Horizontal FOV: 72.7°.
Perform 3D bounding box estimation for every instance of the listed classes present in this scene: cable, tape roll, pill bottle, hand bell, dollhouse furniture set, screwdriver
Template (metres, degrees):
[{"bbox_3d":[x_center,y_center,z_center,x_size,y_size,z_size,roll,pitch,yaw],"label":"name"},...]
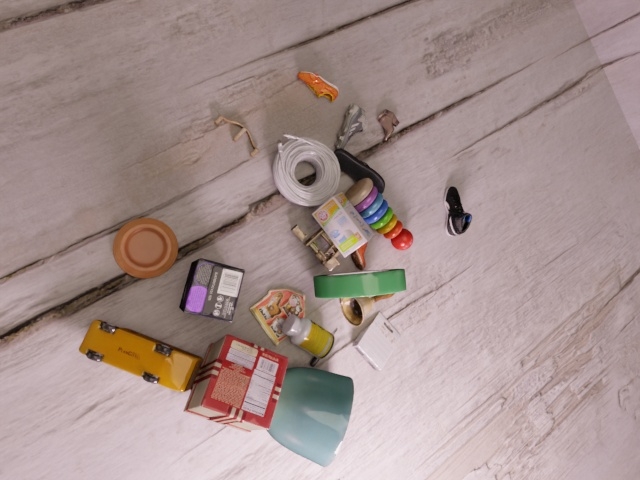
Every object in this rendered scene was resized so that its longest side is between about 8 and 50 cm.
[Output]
[{"bbox_3d":[-0.054,-0.252,1.612,0.256,0.089,0.257,7,84,-21],"label":"cable"},{"bbox_3d":[0.136,0.148,1.523,0.321,0.321,0.077,-3,87,-21],"label":"tape roll"},{"bbox_3d":[-0.043,0.337,1.540,0.184,0.103,0.103,37,73,-24],"label":"pill bottle"},{"bbox_3d":[0.207,0.225,1.678,0.242,0.126,0.126,-19,92,-35],"label":"hand bell"},{"bbox_3d":[0.000,0.000,1.559,0.101,0.161,0.182,-42,102,-4],"label":"dollhouse furniture set"},{"bbox_3d":[0.013,0.395,1.618,0.025,0.024,0.170,28,67,13],"label":"screwdriver"}]

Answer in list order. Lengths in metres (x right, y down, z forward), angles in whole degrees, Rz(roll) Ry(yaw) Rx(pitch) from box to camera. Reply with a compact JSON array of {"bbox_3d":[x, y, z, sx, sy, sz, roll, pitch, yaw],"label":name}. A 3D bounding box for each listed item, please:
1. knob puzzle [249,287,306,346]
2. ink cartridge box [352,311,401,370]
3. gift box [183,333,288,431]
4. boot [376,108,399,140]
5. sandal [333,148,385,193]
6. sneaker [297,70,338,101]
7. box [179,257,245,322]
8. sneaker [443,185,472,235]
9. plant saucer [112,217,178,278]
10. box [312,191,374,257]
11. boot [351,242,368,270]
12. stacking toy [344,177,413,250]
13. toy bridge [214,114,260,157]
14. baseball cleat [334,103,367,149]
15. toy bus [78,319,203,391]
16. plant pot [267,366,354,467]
[{"bbox_3d":[-0.129,0.256,1.567,0.213,0.030,0.213,2,84,-21],"label":"knob puzzle"},{"bbox_3d":[0.220,0.391,1.695,0.145,0.045,0.179,49,53,-10],"label":"ink cartridge box"},{"bbox_3d":[-0.256,0.446,1.387,0.255,0.258,0.276,31,55,-14],"label":"gift box"},{"bbox_3d":[0.267,-0.478,1.786,0.087,0.042,0.118,37,72,-8],"label":"boot"},{"bbox_3d":[0.158,-0.275,1.699,0.254,0.097,0.055,39,46,-14],"label":"sandal"},{"bbox_3d":[-0.011,-0.593,1.674,0.175,0.064,0.068,25,87,-15],"label":"sneaker"},{"bbox_3d":[-0.345,0.155,1.363,0.143,0.270,0.165,17,79,-19],"label":"box"},{"bbox_3d":[0.587,-0.130,1.830,0.079,0.121,0.217,3,84,-22],"label":"sneaker"},{"bbox_3d":[-0.567,0.024,1.415,0.199,0.037,0.200,2,84,-22],"label":"plant saucer"},{"bbox_3d":[0.082,-0.060,1.581,0.203,0.114,0.103,53,26,1],"label":"box"},{"bbox_3d":[0.157,0.035,1.686,0.084,0.059,0.158,-16,90,-27],"label":"boot"},{"bbox_3d":[0.240,-0.085,1.701,0.330,0.141,0.141,44,72,-20],"label":"stacking toy"},{"bbox_3d":[-0.290,-0.381,1.565,0.188,0.026,0.063,41,71,-13],"label":"toy bridge"},{"bbox_3d":[0.129,-0.434,1.709,0.109,0.072,0.206,23,81,-25],"label":"baseball cleat"},{"bbox_3d":[-0.537,0.346,1.317,0.332,0.130,0.108,21,78,1],"label":"toy bus"},{"bbox_3d":[-0.052,0.557,1.443,0.235,0.293,0.293,22,77,-5],"label":"plant pot"}]
